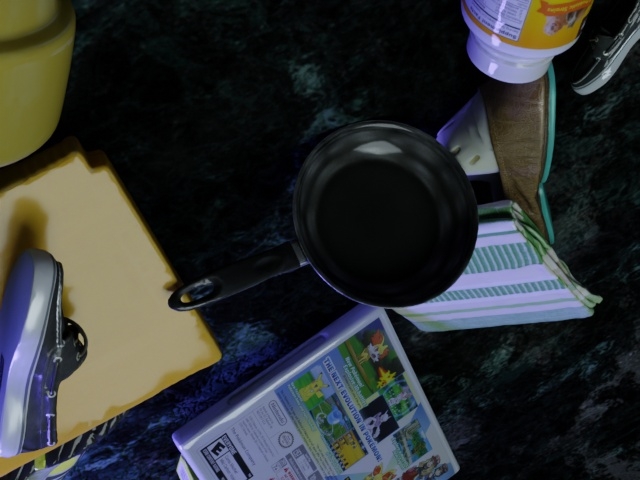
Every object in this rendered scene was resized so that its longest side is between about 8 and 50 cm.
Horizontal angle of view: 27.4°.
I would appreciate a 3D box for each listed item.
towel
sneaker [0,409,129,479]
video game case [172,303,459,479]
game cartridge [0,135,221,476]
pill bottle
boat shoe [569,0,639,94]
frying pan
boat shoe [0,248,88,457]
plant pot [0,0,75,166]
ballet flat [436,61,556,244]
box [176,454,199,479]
[{"bbox_3d":[0.168,0.038,1.530,0.248,0.038,0.325,-8,156,26],"label":"towel"},{"bbox_3d":[-0.309,0.188,1.415,0.385,0.145,0.147,-45,-175,7],"label":"sneaker"},{"bbox_3d":[0.006,0.271,1.672,0.300,0.036,0.329,-34,127,-10],"label":"video game case"},{"bbox_3d":[-0.294,0.080,1.245,0.323,0.053,0.285,-28,125,-3],"label":"game cartridge"},{"bbox_3d":[0.195,-0.247,1.180,0.117,0.117,0.215,-14,144,-21],"label":"pill bottle"},{"bbox_3d":[0.304,-0.215,1.373,0.040,0.049,0.142,22,122,-27],"label":"boat shoe"},{"bbox_3d":[0.023,0.019,1.314,0.326,0.197,0.053,-47,-179,-20],"label":"frying pan"},{"bbox_3d":[-0.251,0.106,1.199,0.076,0.080,0.228,0,121,-26],"label":"boat shoe"},{"bbox_3d":[-0.269,-0.201,0.814,0.254,0.254,0.239,-3,124,-33],"label":"plant pot"},{"bbox_3d":[0.190,-0.084,1.426,0.124,0.116,0.342,-10,150,4],"label":"ballet flat"},{"bbox_3d":[-0.088,0.315,1.736,0.178,0.109,0.042,-9,138,-27],"label":"box"}]
